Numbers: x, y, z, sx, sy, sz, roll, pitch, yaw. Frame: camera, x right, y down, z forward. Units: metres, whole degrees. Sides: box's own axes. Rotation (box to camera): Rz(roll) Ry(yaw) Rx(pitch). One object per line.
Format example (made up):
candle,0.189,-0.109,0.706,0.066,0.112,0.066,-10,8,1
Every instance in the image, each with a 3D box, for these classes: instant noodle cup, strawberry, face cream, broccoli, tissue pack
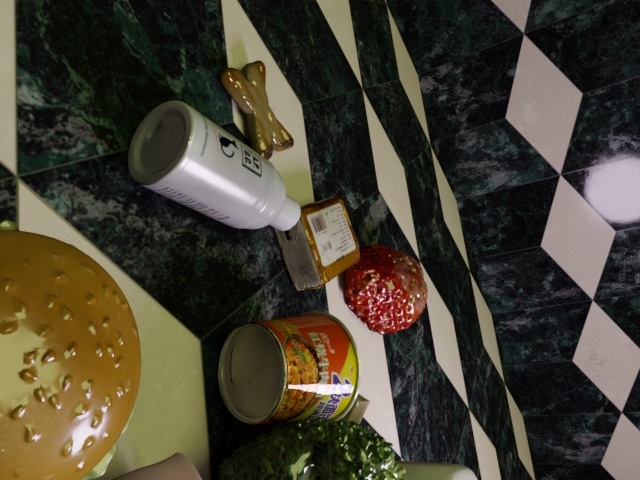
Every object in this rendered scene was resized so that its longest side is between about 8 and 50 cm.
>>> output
instant noodle cup,-0.063,0.224,0.874,0.174,0.213,0.213,13,67,-49
strawberry,0.193,0.127,1.408,0.336,0.149,0.264,18,64,-56
face cream,-0.147,-0.098,0.903,0.370,0.146,0.145,27,55,-54
broccoli,-0.011,0.386,0.767,0.260,0.288,0.235,47,37,-7
tissue pack,0.000,0.000,1.178,0.226,0.092,0.183,-27,102,-62

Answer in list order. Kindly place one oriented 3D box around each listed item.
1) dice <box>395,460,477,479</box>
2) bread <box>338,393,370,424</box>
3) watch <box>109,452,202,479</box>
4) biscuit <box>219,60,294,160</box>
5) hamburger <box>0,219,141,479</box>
dice,0.141,0.578,0.943,0.277,0.305,0.303,31,54,-51
bread,0.034,0.400,1.135,0.077,0.105,0.152,32,83,-52
watch,-0.180,0.372,0.546,0.211,0.249,0.217,-11,99,-31
biscuit,-0.138,-0.282,1.102,0.207,0.047,0.164,68,29,-15
hamburger,-0.298,0.120,0.470,0.274,0.213,0.274,34,49,-51
